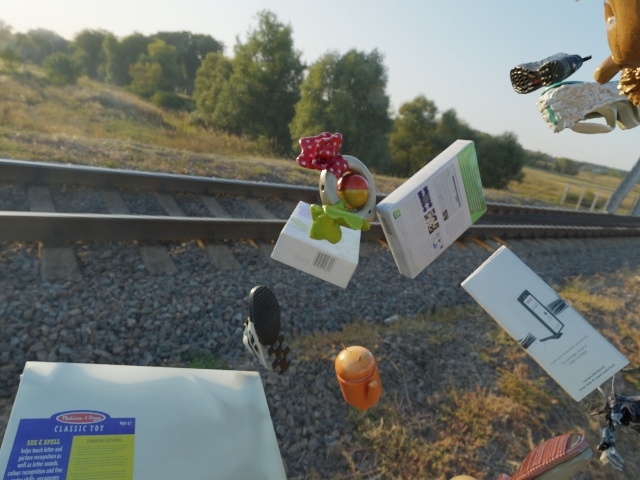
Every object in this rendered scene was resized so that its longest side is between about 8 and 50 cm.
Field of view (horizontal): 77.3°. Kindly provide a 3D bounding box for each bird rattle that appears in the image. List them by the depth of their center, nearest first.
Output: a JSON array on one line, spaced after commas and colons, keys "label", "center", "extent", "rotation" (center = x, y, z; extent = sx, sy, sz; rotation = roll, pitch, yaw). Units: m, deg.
[{"label": "bird rattle", "center": [0.044, -0.122, 0.921], "extent": [0.207, 0.253, 0.143], "rotation": [0, -14, -44]}]

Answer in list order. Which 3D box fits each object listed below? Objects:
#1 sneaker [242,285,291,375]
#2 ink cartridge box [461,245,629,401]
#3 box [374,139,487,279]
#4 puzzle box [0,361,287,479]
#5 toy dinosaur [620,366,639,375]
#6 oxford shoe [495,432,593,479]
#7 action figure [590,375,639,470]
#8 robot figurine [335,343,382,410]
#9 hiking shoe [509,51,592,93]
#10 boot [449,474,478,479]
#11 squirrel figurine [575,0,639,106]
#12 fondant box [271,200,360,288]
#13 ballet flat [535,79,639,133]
[{"label": "sneaker", "center": [-0.203, 0.285, 1.289], "extent": [0.146, 0.330, 0.122], "rotation": [11, 31, 34]}, {"label": "ink cartridge box", "center": [0.313, 0.112, 0.592], "extent": [0.203, 0.086, 0.148], "rotation": [48, 11, 19]}, {"label": "box", "center": [0.304, -0.083, 1.055], "extent": [0.322, 0.232, 0.058], "rotation": [-38, 34, -17]}, {"label": "puzzle box", "center": [-0.264, 0.325, 0.642], "extent": [0.409, 0.052, 0.272], "rotation": [14, 28, -30]}, {"label": "toy dinosaur", "center": [0.587, 0.213, 0.666], "extent": [0.064, 0.268, 0.118], "rotation": [-17, 47, 4]}, {"label": "oxford shoe", "center": [0.515, 0.578, 0.926], "extent": [0.123, 0.348, 0.130], "rotation": [-10, 47, -48]}, {"label": "action figure", "center": [0.714, 0.448, 0.879], "extent": [0.141, 0.164, 0.275], "rotation": [-13, 63, -45]}, {"label": "robot figurine", "center": [0.118, 0.417, 1.223], "extent": [0.128, 0.219, 0.158], "rotation": [-10, 26, 14]}, {"label": "hiking shoe", "center": [0.626, -0.466, 1.110], "extent": [0.114, 0.086, 0.227], "rotation": [-21, 21, -4]}, {"label": "boot", "center": [0.096, 0.340, 0.281], "extent": [0.104, 0.294, 0.211], "rotation": [10, -10, 15]}, {"label": "squirrel figurine", "center": [0.616, -0.408, 0.681], "extent": [0.397, 0.370, 0.281], "rotation": [40, -28, -26]}, {"label": "fondant box", "center": [0.000, 0.000, 1.292], "extent": [0.239, 0.096, 0.330], "rotation": [23, 21, -2]}, {"label": "ballet flat", "center": [0.753, -0.343, 1.042], "extent": [0.410, 0.146, 0.147], "rotation": [-10, 22, -10]}]
